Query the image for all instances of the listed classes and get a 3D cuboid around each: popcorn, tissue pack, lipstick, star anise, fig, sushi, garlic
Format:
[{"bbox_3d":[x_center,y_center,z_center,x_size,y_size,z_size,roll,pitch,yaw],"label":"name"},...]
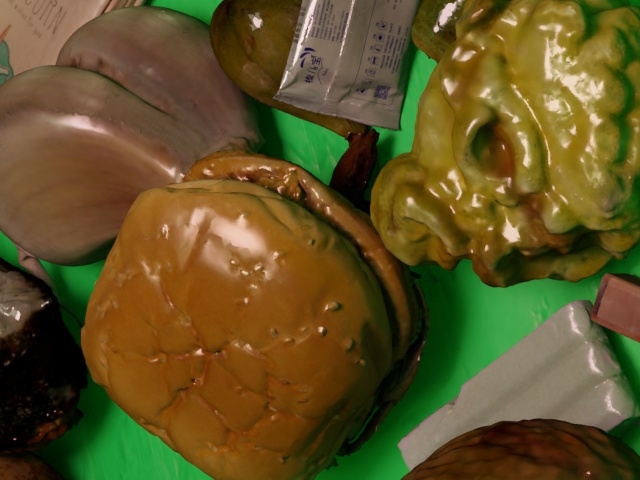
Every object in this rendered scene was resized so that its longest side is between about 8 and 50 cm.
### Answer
[{"bbox_3d":[0.181,-0.075,1.616,0.225,0.174,0.286,38,110,29],"label":"popcorn"},{"bbox_3d":[0.036,-0.202,1.781,0.026,0.123,0.193,-144,66,-65],"label":"tissue pack"},{"bbox_3d":[0.290,0.070,1.597,0.145,0.045,0.045,25,103,37],"label":"lipstick"},{"bbox_3d":[0.007,-0.006,1.791,0.140,0.158,0.144,-17,33,5],"label":"star anise"},{"bbox_3d":[0.108,0.279,1.606,0.369,0.286,0.286,2,89,48],"label":"fig"},{"bbox_3d":[-0.393,0.107,2.054,0.343,0.196,0.182,22,132,45],"label":"sushi"},{"bbox_3d":[-0.298,-0.204,2.088,0.170,0.071,0.325,49,117,34],"label":"tissue pack"},{"bbox_3d":[-0.210,-0.096,1.969,0.340,0.246,0.231,-33,23,49],"label":"garlic"},{"bbox_3d":[-0.024,-0.172,1.825,0.133,0.126,0.185,-39,60,16],"label":"fig"}]

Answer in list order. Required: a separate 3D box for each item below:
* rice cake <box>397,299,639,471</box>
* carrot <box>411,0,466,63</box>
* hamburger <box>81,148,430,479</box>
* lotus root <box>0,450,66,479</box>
[{"bbox_3d":[0.167,0.157,1.696,0.237,0.043,0.127,-40,65,32],"label":"rice cake"},{"bbox_3d":[0.182,-0.309,1.696,0.074,0.074,0.358,39,109,35],"label":"carrot"},{"bbox_3d":[-0.057,0.073,1.750,0.319,0.158,0.318,13,123,22],"label":"hamburger"},{"bbox_3d":[-0.331,0.275,2.050,0.260,0.128,0.145,14,130,39],"label":"lotus root"}]
